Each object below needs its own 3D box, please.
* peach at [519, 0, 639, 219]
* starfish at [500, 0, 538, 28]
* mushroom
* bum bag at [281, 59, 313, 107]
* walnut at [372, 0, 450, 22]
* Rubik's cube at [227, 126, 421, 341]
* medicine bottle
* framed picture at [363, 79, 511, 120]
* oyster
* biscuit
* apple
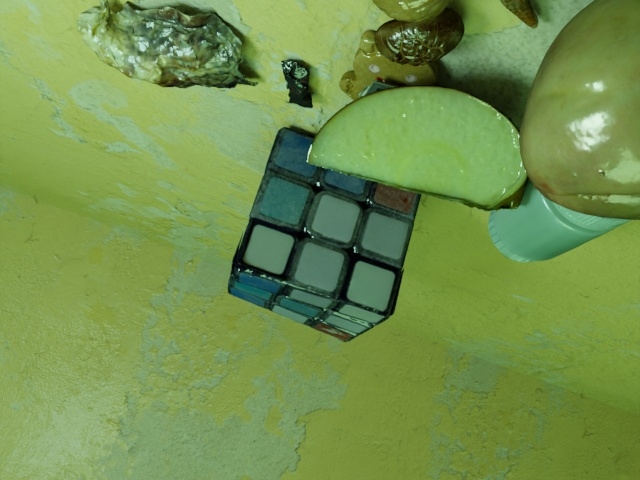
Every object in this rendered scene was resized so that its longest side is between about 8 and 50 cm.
[{"bbox_3d":[0.378,-0.153,0.685,0.292,0.248,0.292,-8,149,-5],"label":"peach"},{"bbox_3d":[0.220,-0.342,0.606,0.326,0.095,0.375,14,166,7],"label":"starfish"},{"bbox_3d":[0.139,-0.292,0.826,0.109,0.085,0.126,33,155,-36],"label":"mushroom"},{"bbox_3d":[-0.042,-0.288,1.080,0.057,0.034,0.124,24,162,13],"label":"bum bag"},{"bbox_3d":[0.113,-0.326,0.729,0.124,0.105,0.105,28,170,36],"label":"walnut"},{"bbox_3d":[0.000,0.000,1.354,0.361,0.364,0.359,18,159,-2],"label":"Rubik's cube"},{"bbox_3d":[0.404,-0.062,0.983,0.158,0.158,0.318,18,164,0],"label":"medicine bottle"},{"bbox_3d":[0.178,-0.204,1.044,0.252,0.014,0.197,12,158,-12],"label":"framed picture"},{"bbox_3d":[-0.266,-0.338,1.059,0.271,0.101,0.275,-12,143,29],"label":"oyster"},{"bbox_3d":[0.123,-0.263,0.998,0.184,0.035,0.249,17,161,3],"label":"biscuit"},{"bbox_3d":[0.164,-0.143,0.943,0.345,0.179,0.254,13,148,8],"label":"apple"}]
